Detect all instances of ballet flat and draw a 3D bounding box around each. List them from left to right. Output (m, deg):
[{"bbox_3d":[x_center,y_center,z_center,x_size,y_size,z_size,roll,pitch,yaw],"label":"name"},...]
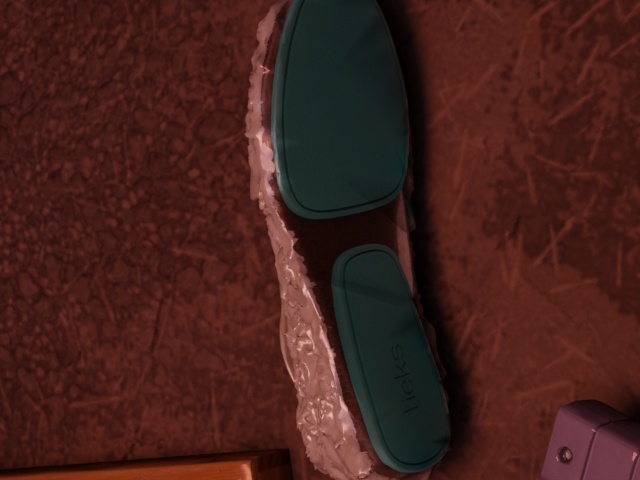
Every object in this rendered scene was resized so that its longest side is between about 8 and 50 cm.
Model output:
[{"bbox_3d":[0.000,0.000,1.180,0.147,0.147,0.409,-10,86,27],"label":"ballet flat"}]

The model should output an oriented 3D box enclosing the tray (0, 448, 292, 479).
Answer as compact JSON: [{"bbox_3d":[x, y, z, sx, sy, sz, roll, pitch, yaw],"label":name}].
[{"bbox_3d":[-0.210,0.301,1.320,0.411,0.076,0.202,-9,87,28],"label":"tray"}]

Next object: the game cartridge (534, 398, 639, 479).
[{"bbox_3d":[0.219,0.317,1.046,0.230,0.068,0.355,30,115,46],"label":"game cartridge"}]
